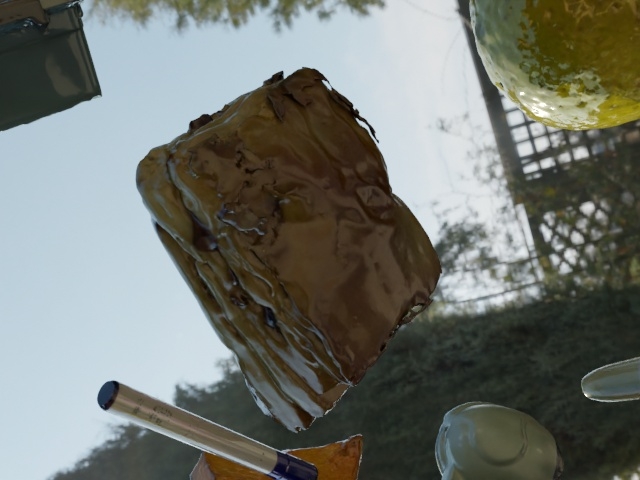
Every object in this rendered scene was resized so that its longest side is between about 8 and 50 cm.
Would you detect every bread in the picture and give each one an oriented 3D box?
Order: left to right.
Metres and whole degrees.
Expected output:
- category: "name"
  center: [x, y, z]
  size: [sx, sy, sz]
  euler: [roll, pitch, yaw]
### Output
- category: "bread"
  center: [0.000, 0.000, 0.776]
  size: [0.277, 0.167, 0.324]
  euler: [-47, -60, -50]

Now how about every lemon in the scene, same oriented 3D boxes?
- category: "lemon"
  center: [0.396, -0.333, 1.093]
  size: [0.350, 0.387, 0.350]
  euler: [27, -126, -45]

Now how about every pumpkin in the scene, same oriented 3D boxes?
- category: "pumpkin"
  center: [-0.055, 0.329, 0.984]
  size: [0.258, 0.290, 0.095]
  euler: [-121, 45, -66]

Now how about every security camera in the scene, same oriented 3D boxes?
- category: "security camera"
  center: [0.239, 0.362, 1.096]
  size: [0.197, 0.191, 0.277]
  euler: [116, 177, -53]

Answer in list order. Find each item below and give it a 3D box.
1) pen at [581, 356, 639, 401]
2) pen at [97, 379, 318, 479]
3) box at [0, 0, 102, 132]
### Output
- category: "pen"
  center: [0.260, 0.070, 0.481]
  size: [0.032, 0.233, 0.040]
  euler: [-24, -91, -42]
- category: "pen"
  center: [-0.106, 0.202, 0.785]
  size: [0.269, 0.033, 0.033]
  euler: [33, -137, -35]
- category: "box"
  center: [-0.315, -0.184, 0.765]
  size: [0.227, 0.162, 0.130]
  euler: [25, 135, 57]
